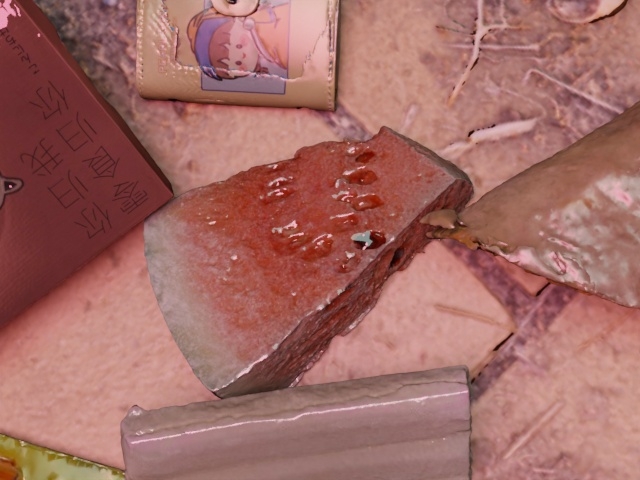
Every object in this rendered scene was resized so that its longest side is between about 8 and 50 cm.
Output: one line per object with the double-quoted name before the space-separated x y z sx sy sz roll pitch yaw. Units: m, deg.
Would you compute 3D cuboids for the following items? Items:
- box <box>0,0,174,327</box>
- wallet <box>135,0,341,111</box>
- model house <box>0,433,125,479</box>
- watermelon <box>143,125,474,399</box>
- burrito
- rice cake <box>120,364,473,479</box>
"box" -0.250 -0.058 0.699 0.215 0.086 0.215 -38 111 -2
"wallet" -0.062 -0.157 0.756 0.155 0.039 0.110 4 102 6
"model house" -0.334 0.202 0.588 0.357 0.313 0.242 17 78 10
"watermelon" 0.000 0.000 0.720 0.241 0.094 0.154 -30 67 -3
"burrito" 0.259 -0.034 0.679 0.347 0.107 0.175 -32 83 -5
"rice cake" -0.012 0.150 0.664 0.237 0.043 0.127 -6 121 -3
